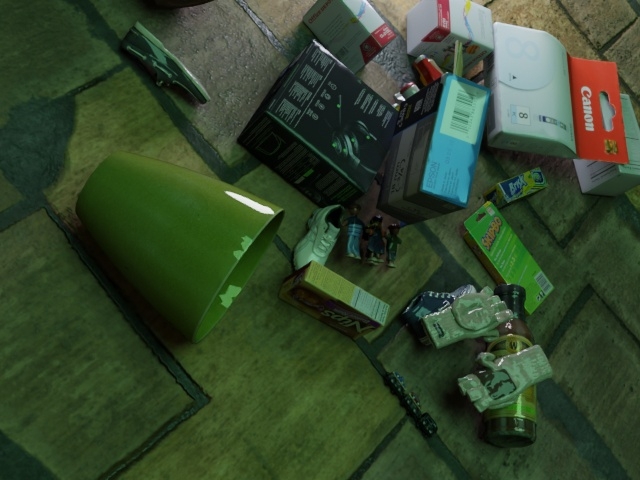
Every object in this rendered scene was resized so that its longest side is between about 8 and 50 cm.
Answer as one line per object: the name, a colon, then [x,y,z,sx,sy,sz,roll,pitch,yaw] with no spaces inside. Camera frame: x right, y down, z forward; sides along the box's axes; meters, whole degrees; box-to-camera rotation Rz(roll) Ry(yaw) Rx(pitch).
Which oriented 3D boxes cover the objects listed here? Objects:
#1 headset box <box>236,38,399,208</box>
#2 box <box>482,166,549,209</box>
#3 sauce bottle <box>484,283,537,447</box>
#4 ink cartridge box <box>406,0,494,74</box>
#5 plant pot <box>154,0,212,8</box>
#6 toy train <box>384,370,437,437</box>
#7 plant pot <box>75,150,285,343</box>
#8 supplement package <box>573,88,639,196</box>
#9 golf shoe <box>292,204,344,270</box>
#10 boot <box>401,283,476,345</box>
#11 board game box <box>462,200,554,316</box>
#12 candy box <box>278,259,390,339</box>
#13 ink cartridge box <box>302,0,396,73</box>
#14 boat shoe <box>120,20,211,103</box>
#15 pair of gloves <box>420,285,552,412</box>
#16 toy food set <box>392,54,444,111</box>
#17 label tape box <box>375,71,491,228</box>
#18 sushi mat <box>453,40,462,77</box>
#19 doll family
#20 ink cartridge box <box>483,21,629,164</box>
headset box: [0.014,-0.227,1.829,0.283,0.131,0.246,37,53,-14]
box: [0.472,-0.123,2.123,0.169,0.059,0.054,-21,79,-38]
sauce bottle: [0.401,0.259,1.873,0.111,0.111,0.344,19,59,-25]
ink cartridge box: [0.318,-0.510,2.156,0.176,0.128,0.127,14,63,-27]
plant pot: [-0.281,-0.595,1.755,0.263,0.263,0.229,-14,93,-36]
toy train: [0.182,0.322,1.753,0.158,0.027,0.036,53,48,-2]
plant pot: [-0.258,-0.017,1.503,0.294,0.274,0.274,33,53,4]
supplement package: [0.750,-0.254,2.315,0.139,0.134,0.244,4,67,-31]
golf shoe: [0.000,0.000,1.747,0.069,0.086,0.176,29,58,-21]
boot: [0.253,0.131,1.858,0.086,0.069,0.190,52,53,-6]
board game box: [0.430,0.041,2.037,0.124,0.039,0.259,-37,94,-39]
candy box: [0.026,0.117,1.695,0.187,0.109,0.053,32,55,-18]
ink cartridge box: [0.063,-0.479,1.977,0.175,0.127,0.072,49,51,-5]
boat shoe: [-0.304,-0.336,1.733,0.065,0.075,0.206,-44,105,5]
pair of gloves: [0.337,0.223,1.799,0.204,0.042,0.240,-26,74,-23]
toy food set: [0.219,-0.359,2.035,0.232,0.111,0.104,-35,89,-40]
label tape box: [0.201,-0.167,1.772,0.106,0.334,0.240,17,79,-15]
sushi mat: [0.300,-0.281,2.004,0.019,0.151,0.316,6,77,10]
doll family: [0.105,-0.010,1.802,0.193,0.076,0.111,21,74,-64]
ink cartridge box: [0.595,-0.359,2.177,0.385,0.091,0.308,6,68,-12]
